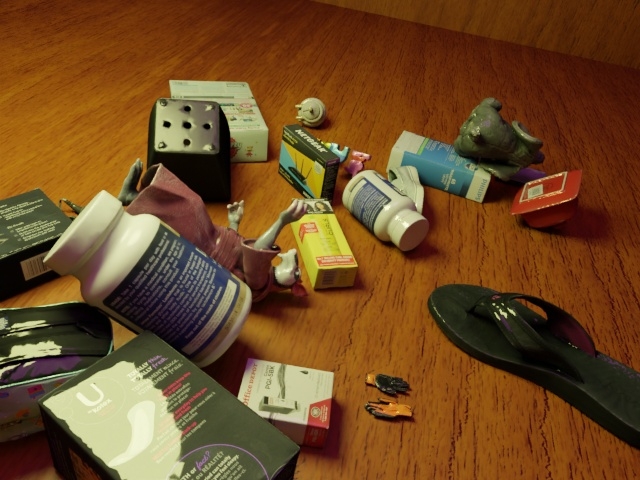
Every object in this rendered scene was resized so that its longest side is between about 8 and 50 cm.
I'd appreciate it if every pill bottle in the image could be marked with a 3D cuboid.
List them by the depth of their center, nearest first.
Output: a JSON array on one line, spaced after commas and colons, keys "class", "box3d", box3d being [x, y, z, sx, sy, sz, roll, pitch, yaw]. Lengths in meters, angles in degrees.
[{"class": "pill bottle", "box3d": [-0.242, 0.058, 0.761, 0.265, 0.153, 0.153, 41, 30, -25]}, {"class": "pill bottle", "box3d": [0.144, -0.064, 1.159, 0.112, 0.112, 0.186, -17, 45, -30]}]

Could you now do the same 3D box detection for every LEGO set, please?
[{"class": "LEGO set", "box3d": [0.001, -0.206, 1.341, 0.227, 0.093, 0.087, 20, 7, 20]}]

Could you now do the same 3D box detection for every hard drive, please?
[{"class": "hard drive", "box3d": [0.557, -0.179, 1.470, 0.135, 0.022, 0.094, 17, 39, 9]}]

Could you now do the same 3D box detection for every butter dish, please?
[{"class": "butter dish", "box3d": [0.562, -0.082, 1.281, 0.160, 0.118, 0.160, -16, 23, 38]}]

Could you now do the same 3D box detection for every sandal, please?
[{"class": "sandal", "box3d": [0.404, 0.175, 0.917, 0.446, 0.107, 0.167, 28, 41, 22]}]

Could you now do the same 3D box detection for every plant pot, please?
[{"class": "plant pot", "box3d": [-0.283, -0.203, 1.138, 0.188, 0.167, 0.187, 1, 70, -13]}]

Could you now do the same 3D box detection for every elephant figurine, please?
[{"class": "elephant figurine", "box3d": [0.470, -0.233, 1.309, 0.239, 0.169, 0.186, 32, 69, -1]}]

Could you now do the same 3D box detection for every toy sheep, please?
[{"class": "toy sheep", "box3d": [-0.026, -0.372, 1.529, 0.091, 0.091, 0.132, 12, 13, 2]}]

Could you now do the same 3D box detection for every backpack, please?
[{"class": "backpack", "box3d": [-0.377, 0.168, 0.719, 0.188, 0.144, 0.166, -13, 36, -24]}]

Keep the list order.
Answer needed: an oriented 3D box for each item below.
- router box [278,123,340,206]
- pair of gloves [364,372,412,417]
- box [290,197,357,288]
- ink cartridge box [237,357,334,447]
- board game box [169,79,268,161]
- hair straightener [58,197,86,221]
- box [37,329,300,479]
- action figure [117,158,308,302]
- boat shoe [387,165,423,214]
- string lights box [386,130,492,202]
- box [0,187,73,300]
[{"class": "router box", "box3d": [-0.031, -0.176, 1.244, 0.046, 0.133, 0.179, -18, 45, -32]}, {"class": "pair of gloves", "box3d": [0.106, 0.247, 0.838, 0.074, 0.010, 0.083, 8, 35, -1]}, {"class": "box", "box3d": [0.000, 0.000, 1.088, 0.087, 0.058, 0.232, -2, 40, -16]}, {"class": "ink cartridge box", "box3d": [-0.053, 0.237, 0.776, 0.135, 0.056, 0.099, 10, 39, -1]}, {"class": "board game box", "box3d": [-0.278, -0.323, 1.406, 0.224, 0.097, 0.303, -4, 39, -16]}, {"class": "hair straightener", "box3d": [-0.446, -0.025, 1.028, 0.230, 0.047, 0.089, 28, 41, 22]}, {"class": "box", "box3d": [-0.183, 0.264, 0.642, 0.270, 0.143, 0.165, 30, 40, 24]}, {"class": "action figure", "box3d": [-0.185, 0.027, 0.911, 0.370, 0.248, 0.275, 30, 74, -15]}, {"class": "boat shoe", "box3d": [0.198, -0.114, 1.272, 0.081, 0.079, 0.227, 2, 32, 0]}, {"class": "string lights box", "box3d": [0.321, -0.200, 1.399, 0.260, 0.076, 0.133, 20, 39, 12]}, {"class": "box", "box3d": [-0.534, 0.001, 0.937, 0.158, 0.093, 0.156, 36, 45, 28]}]
